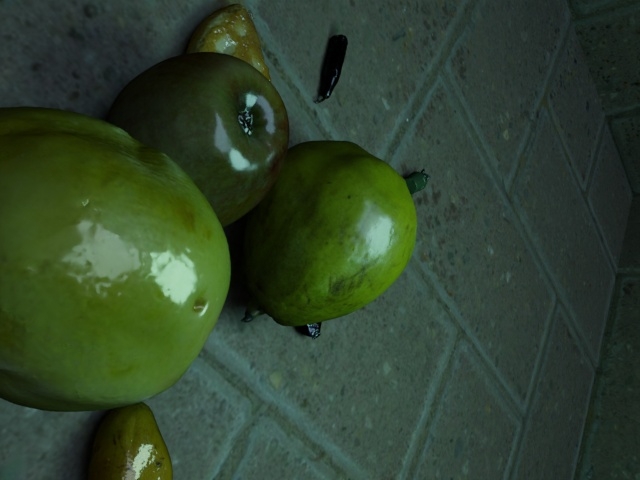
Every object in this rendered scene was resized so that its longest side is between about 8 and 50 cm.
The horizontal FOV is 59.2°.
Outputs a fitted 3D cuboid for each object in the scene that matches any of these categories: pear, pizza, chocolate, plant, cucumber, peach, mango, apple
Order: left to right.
[{"bbox_3d":[-0.264,0.020,0.579,0.315,0.314,0.281,25,110,-45],"label":"peach"},{"bbox_3d":[-0.264,0.312,0.777,0.115,0.089,0.165,-21,100,-47],"label":"mango"},{"bbox_3d":[-0.167,-0.136,0.808,0.257,0.234,0.257,6,83,-50],"label":"apple"},{"bbox_3d":[-0.149,-0.315,0.969,0.161,0.062,0.182,29,62,-35],"label":"pizza"},{"bbox_3d":[0.000,0.000,0.953,0.375,0.287,0.287,-47,123,-11],"label":"pear"},{"bbox_3d":[0.004,0.116,1.095,0.072,0.070,0.147,38,56,-6],"label":"chocolate"},{"bbox_3d":[0.025,-0.351,1.166,0.043,0.039,0.163,18,71,-23],"label":"cucumber"},{"bbox_3d":[0.239,-0.147,1.370,0.102,0.051,0.051,-33,111,-47],"label":"plant"}]
